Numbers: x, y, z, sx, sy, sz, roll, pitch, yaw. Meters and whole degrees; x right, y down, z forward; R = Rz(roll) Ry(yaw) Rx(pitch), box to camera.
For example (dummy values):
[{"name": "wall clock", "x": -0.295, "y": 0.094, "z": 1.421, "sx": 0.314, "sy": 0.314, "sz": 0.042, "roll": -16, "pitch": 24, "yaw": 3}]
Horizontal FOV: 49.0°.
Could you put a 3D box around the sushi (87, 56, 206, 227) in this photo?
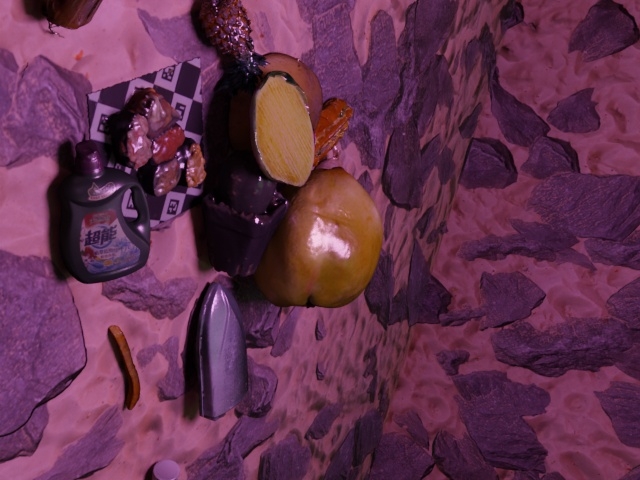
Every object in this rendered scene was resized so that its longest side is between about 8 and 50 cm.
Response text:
[{"name": "sushi", "x": -0.265, "y": -0.139, "z": 1.202, "sx": 0.294, "sy": 0.059, "sz": 0.292, "roll": -41, "pitch": 143, "yaw": -52}]

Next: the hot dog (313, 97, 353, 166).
[{"name": "hot dog", "x": 0.001, "y": -0.260, "z": 1.701, "sx": 0.269, "sy": 0.072, "sz": 0.115, "roll": -52, "pitch": 142, "yaw": -38}]

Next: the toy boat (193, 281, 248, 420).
[{"name": "toy boat", "x": -0.223, "y": 0.237, "z": 1.542, "sx": 0.141, "sy": 0.092, "sz": 0.319, "roll": -32, "pitch": 128, "yaw": -56}]

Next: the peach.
[{"name": "peach", "x": -0.003, "y": 0.007, "z": 1.583, "sx": 0.314, "sy": 0.282, "sz": 0.315, "roll": 141, "pitch": -36, "yaw": -69}]

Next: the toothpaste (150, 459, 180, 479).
[{"name": "toothpaste", "x": -0.356, "y": 0.600, "z": 1.561, "sx": 0.096, "sy": 0.061, "sz": 0.265, "roll": -39, "pitch": 148, "yaw": -54}]

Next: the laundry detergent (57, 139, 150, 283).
[{"name": "laundry detergent", "x": -0.332, "y": -0.049, "z": 1.077, "sx": 0.144, "sy": 0.078, "sz": 0.221, "roll": -17, "pitch": 123, "yaw": -34}]

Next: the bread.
[{"name": "bread", "x": -0.074, "y": -0.209, "z": 1.342, "sx": 0.228, "sy": 0.034, "sz": 0.228, "roll": 8, "pitch": 81, "yaw": -63}]

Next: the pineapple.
[{"name": "pineapple", "x": -0.159, "y": -0.350, "z": 1.251, "sx": 0.103, "sy": 0.083, "sz": 0.221, "roll": -56, "pitch": 153, "yaw": -20}]

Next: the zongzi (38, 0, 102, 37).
[{"name": "zongzi", "x": -0.265, "y": -0.342, "z": 0.887, "sx": 0.084, "sy": 0.184, "sz": 0.187, "roll": 14, "pitch": 93, "yaw": -67}]

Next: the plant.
[{"name": "plant", "x": -0.150, "y": -0.054, "z": 1.399, "sx": 0.164, "sy": 0.142, "sz": 0.255, "roll": -50, "pitch": 155, "yaw": -60}]

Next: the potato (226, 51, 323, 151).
[{"name": "potato", "x": -0.074, "y": -0.266, "z": 1.482, "sx": 0.299, "sy": 0.116, "sz": 0.239, "roll": -26, "pitch": 134, "yaw": -58}]

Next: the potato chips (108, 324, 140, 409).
[{"name": "potato chips", "x": -0.360, "y": 0.234, "z": 1.304, "sx": 0.037, "sy": 0.026, "sz": 0.203, "roll": -32, "pitch": 138, "yaw": -37}]

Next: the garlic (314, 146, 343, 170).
[{"name": "garlic", "x": 0.015, "y": -0.152, "z": 1.797, "sx": 0.198, "sy": 0.091, "sz": 0.128, "roll": -59, "pitch": 139, "yaw": -22}]
